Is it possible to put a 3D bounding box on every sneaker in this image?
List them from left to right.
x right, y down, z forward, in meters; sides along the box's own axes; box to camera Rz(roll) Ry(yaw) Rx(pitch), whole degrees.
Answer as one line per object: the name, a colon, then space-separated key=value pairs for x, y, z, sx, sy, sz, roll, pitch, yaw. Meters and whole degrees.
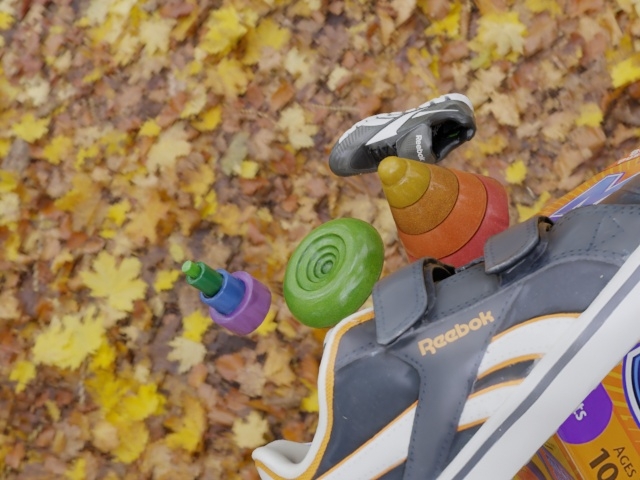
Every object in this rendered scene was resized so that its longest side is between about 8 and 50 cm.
sneaker: x=0.124 y=-0.145 z=1.415 sx=0.234 sy=0.078 sz=0.106 roll=-20 pitch=27 yaw=1
sneaker: x=0.085 y=0.051 z=0.510 sx=0.127 sy=0.126 sz=0.321 roll=43 pitch=101 yaw=16

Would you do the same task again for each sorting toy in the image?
sorting toy: x=0.000 y=0.000 z=0.970 sx=0.365 sy=0.126 sz=0.127 roll=-22 pitch=48 yaw=32

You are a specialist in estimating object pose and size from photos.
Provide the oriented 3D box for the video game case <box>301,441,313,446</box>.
video game case: x=0.119 y=0.337 z=1.520 sx=0.269 sy=0.244 sz=0.061 roll=-22 pitch=69 yaw=52

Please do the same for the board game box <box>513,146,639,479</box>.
board game box: x=0.341 y=0.138 z=0.896 sx=0.356 sy=0.356 sz=0.356 roll=-32 pitch=98 yaw=-9
